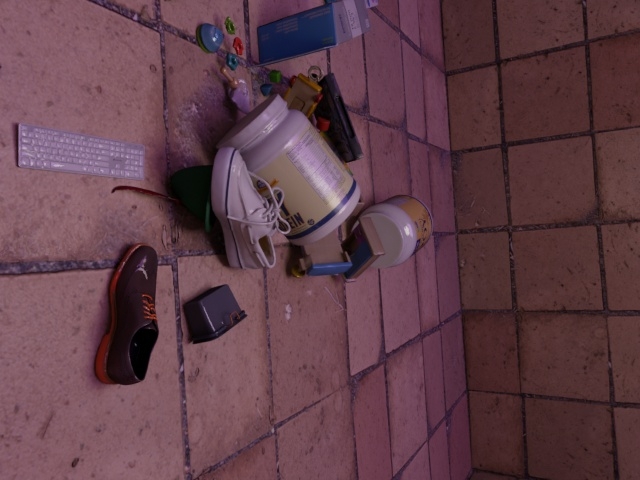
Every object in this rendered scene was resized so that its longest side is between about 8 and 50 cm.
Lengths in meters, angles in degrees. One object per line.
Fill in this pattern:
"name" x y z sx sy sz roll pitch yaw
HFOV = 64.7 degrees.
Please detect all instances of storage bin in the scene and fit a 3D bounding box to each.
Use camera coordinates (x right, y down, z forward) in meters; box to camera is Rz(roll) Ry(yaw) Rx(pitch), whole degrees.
"storage bin" -0.239 0.161 1.148 0.135 0.098 0.091 -35 106 -57

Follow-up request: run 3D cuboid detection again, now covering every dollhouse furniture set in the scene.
"dollhouse furniture set" 0.000 0.000 1.610 0.303 0.198 0.287 -4 61 -32

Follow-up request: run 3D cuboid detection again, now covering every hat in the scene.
"hat" -0.319 -0.120 1.108 0.208 0.183 0.173 115 -16 -68

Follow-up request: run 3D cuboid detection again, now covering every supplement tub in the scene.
"supplement tub" -0.079 -0.174 1.266 0.325 0.235 0.236 49 43 -21
"supplement tub" 0.273 -0.036 1.919 0.331 0.240 0.241 -27 110 -59

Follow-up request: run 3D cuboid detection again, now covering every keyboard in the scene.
"keyboard" -0.426 -0.157 0.927 0.256 0.014 0.072 -2 88 -60

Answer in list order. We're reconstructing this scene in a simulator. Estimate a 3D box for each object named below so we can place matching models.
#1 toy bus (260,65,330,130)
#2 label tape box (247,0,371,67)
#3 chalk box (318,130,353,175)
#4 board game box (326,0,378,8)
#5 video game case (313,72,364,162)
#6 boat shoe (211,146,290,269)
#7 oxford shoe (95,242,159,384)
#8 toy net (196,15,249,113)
"toy bus" -0.047 -0.414 1.447 0.104 0.202 0.191 -61 142 -45
"label tape box" -0.034 -0.594 1.433 0.348 0.248 0.115 -47 127 -52
"chalk box" -0.003 -0.196 1.497 0.213 0.132 0.132 57 35 -6
"board game box" 0.094 -1.005 1.876 0.308 0.086 0.302 -49 128 -51
"video game case" 0.039 -0.355 1.541 0.275 0.035 0.249 -158 -134 -78
"boat shoe" -0.142 -0.053 1.139 0.367 0.156 0.136 90 9 -48
"oxford shoe" -0.338 0.136 0.959 0.096 0.098 0.272 28 62 -56
"toy net" -0.229 -0.436 1.283 0.122 0.045 0.233 -53 133 -52
